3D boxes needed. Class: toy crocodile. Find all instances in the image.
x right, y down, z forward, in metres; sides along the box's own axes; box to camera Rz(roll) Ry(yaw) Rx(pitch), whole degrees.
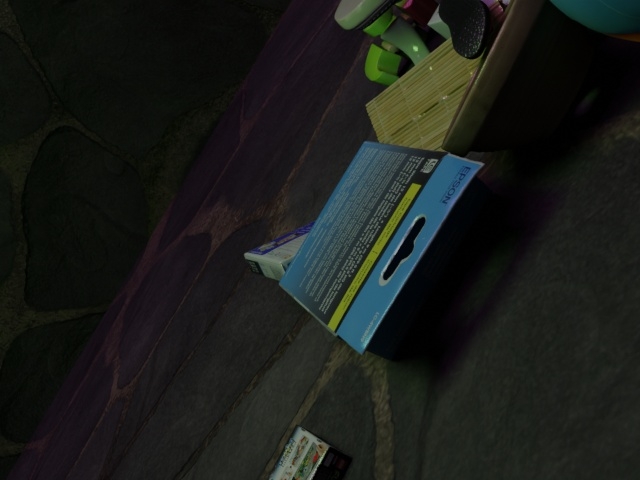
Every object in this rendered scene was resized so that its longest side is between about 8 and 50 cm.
[{"bbox_3d":[0.186,-0.445,1.505,0.340,0.115,0.105,-56,24,12],"label":"toy crocodile"}]

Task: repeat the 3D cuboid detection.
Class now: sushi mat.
[{"bbox_3d":[0.177,-0.198,1.162,0.316,0.019,0.151,-31,69,53],"label":"sushi mat"}]

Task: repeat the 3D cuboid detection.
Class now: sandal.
[{"bbox_3d":[0.199,-0.290,1.068,0.067,0.040,0.179,-58,22,29],"label":"sandal"}]

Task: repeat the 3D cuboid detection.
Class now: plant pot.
[{"bbox_3d":[0.238,-0.192,0.932,0.237,0.110,0.237,25,-90,-86],"label":"plant pot"}]

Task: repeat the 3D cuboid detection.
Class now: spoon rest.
[{"bbox_3d":[0.163,-0.267,1.367,0.137,0.084,0.276,-44,37,38],"label":"spoon rest"}]

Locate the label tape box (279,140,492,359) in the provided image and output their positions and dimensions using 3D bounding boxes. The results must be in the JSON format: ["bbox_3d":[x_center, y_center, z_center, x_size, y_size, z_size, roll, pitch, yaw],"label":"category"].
[{"bbox_3d":[0.092,0.011,1.031,0.249,0.115,0.348,-59,21,-1],"label":"label tape box"}]

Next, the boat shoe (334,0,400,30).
[{"bbox_3d":[0.191,-0.457,1.394,0.340,0.158,0.127,-44,29,10],"label":"boat shoe"}]

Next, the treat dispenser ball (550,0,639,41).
[{"bbox_3d":[0.318,-0.326,0.732,0.288,0.288,0.288,-48,21,26],"label":"treat dispenser ball"}]

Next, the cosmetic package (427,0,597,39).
[{"bbox_3d":[0.331,-0.417,1.137,0.284,0.097,0.377,-61,19,-2],"label":"cosmetic package"}]

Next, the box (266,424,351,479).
[{"bbox_3d":[-0.046,0.333,0.978,0.207,0.036,0.114,-61,19,-9],"label":"box"}]

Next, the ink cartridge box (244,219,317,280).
[{"bbox_3d":[0.000,0.000,1.305,0.208,0.045,0.206,-28,11,-17],"label":"ink cartridge box"}]
